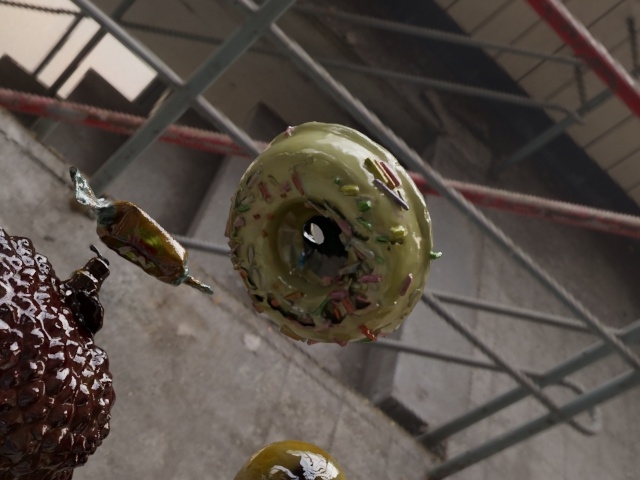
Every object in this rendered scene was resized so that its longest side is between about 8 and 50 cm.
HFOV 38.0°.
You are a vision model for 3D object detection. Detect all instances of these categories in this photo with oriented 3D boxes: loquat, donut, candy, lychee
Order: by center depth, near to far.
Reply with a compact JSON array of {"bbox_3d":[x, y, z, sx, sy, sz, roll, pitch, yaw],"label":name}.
[{"bbox_3d":[0.000,0.000,0.679,0.068,0.175,0.174,-23,79,-52],"label":"donut"},{"bbox_3d":[-0.310,0.114,0.848,0.300,0.264,0.264,-43,96,-15],"label":"lychee"},{"bbox_3d":[-0.171,0.000,0.876,0.182,0.053,0.046,43,68,-20],"label":"candy"},{"bbox_3d":[-0.039,0.317,1.128,0.137,0.163,0.163,50,26,-50],"label":"loquat"}]
